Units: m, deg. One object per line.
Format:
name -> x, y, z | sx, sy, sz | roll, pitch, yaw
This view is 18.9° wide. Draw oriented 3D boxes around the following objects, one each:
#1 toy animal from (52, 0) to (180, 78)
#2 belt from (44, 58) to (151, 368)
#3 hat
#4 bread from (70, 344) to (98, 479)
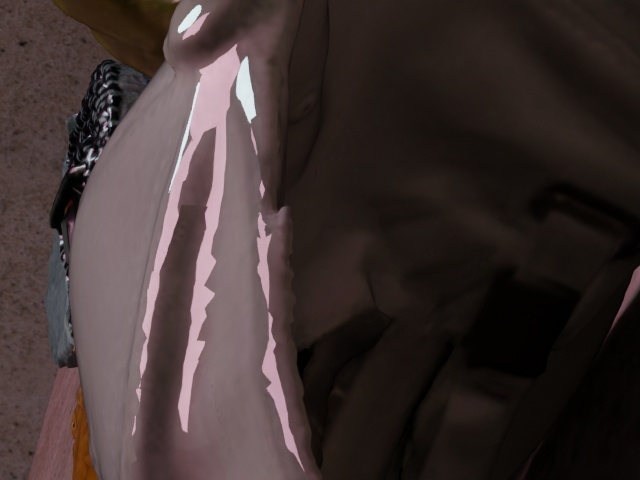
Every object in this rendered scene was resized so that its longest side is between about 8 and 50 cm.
toy animal -> -0.042, -0.253, 1.221 | 0.181, 0.180, 0.363 | -24, 48, 39
belt -> -0.106, -0.009, 1.298 | 0.257, 0.150, 0.207 | 125, 149, -64
hat -> 0.012, 0.055, 0.483 | 0.301, 0.168, 0.257 | 111, 174, -49
bread -> 0.000, 0.000, 0.713 | 0.268, 0.146, 0.268 | -161, 90, -77
